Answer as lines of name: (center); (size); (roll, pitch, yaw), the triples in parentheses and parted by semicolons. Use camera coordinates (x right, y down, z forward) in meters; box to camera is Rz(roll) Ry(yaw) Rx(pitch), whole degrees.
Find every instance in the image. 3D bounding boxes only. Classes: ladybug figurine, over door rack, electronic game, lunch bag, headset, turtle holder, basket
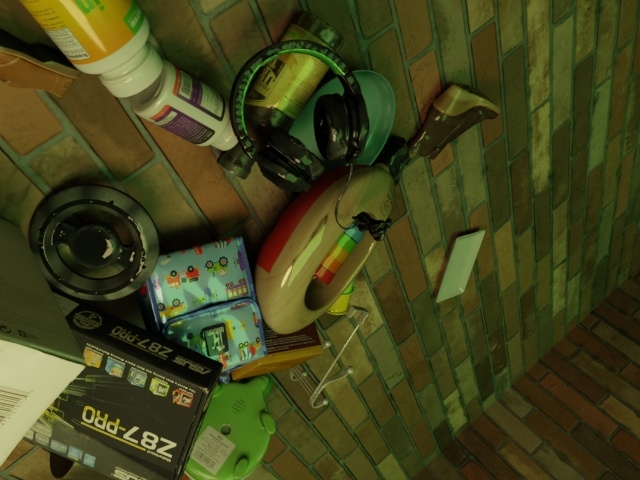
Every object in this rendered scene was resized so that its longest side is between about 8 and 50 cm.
ladybug figurine: (0.000, 0.000, 1.335); (0.449, 0.162, 0.305); (-52, 153, -6)
over door rack: (0.002, 0.242, 1.553); (0.108, 0.239, 0.324); (1, 120, -41)
electronic game: (-0.414, 0.007, 1.082); (0.230, 0.048, 0.229); (-2, 110, -6)
lunch bag: (-0.249, 0.161, 1.237); (0.221, 0.138, 0.293); (-16, 90, -32)
headset: (0.000, -0.173, 1.083); (0.243, 0.185, 0.394); (-34, 114, -6)
turtle holder: (-0.255, 0.487, 1.557); (0.244, 0.320, 0.227); (9, 149, -10)
basket: (-0.501, 0.503, 1.388); (0.204, 0.154, 0.227); (-36, 140, 27)

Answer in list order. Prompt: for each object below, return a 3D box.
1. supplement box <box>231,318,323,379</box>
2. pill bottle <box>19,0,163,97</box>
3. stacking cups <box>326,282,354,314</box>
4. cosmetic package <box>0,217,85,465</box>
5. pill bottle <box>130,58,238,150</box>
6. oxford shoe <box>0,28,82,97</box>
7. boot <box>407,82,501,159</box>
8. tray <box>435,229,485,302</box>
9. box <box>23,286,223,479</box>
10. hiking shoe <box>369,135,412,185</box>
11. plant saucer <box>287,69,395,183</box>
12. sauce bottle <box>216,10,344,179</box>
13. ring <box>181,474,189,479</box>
supplement box: (-0.127, 0.212, 1.424); (0.191, 0.194, 0.129); (-2, 155, -40)
pill bottle: (-0.343, -0.338, 0.872); (0.136, 0.136, 0.245); (-41, 139, -8)
stacking cups: (0.073, 0.049, 1.576); (0.096, 0.096, 0.316); (-8, 126, -37)
cosmetic package: (-0.531, 0.120, 0.878); (0.217, 0.385, 0.156); (-48, 139, 3)
pill bottle: (-0.234, -0.237, 1.069); (0.194, 0.108, 0.108); (25, 103, -48)
oxford shoe: (-0.468, -0.267, 0.871); (0.212, 0.076, 0.076); (17, 119, -46)
boot: (0.359, -0.310, 1.578); (0.249, 0.090, 0.206); (3, 131, -44)
tray: (0.470, 0.084, 2.004); (0.145, 0.030, 0.270); (-13, 129, -33)
box: (-0.419, 0.299, 1.139); (0.097, 0.395, 0.318); (-64, 177, -63)
hiking shoe: (0.152, -0.153, 1.494); (0.227, 0.086, 0.114); (-45, 136, -5)
plant saucer: (0.036, -0.244, 1.331); (0.318, 0.044, 0.317); (-28, 142, -24)
sauce bottle: (-0.087, -0.280, 1.163); (0.111, 0.111, 0.344); (25, 101, -49)
ring: (-0.515, 0.719, 1.636); (0.337, 0.032, 0.336); (-22, 133, -26)
